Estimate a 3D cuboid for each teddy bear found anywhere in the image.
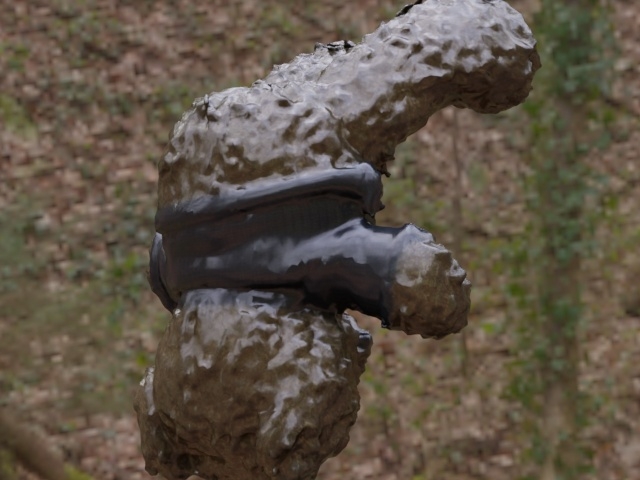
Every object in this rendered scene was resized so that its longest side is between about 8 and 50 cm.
[{"bbox_3d":[-0.015,-0.011,0.662,0.129,0.251,0.182,31,-23,-28],"label":"teddy bear"}]
